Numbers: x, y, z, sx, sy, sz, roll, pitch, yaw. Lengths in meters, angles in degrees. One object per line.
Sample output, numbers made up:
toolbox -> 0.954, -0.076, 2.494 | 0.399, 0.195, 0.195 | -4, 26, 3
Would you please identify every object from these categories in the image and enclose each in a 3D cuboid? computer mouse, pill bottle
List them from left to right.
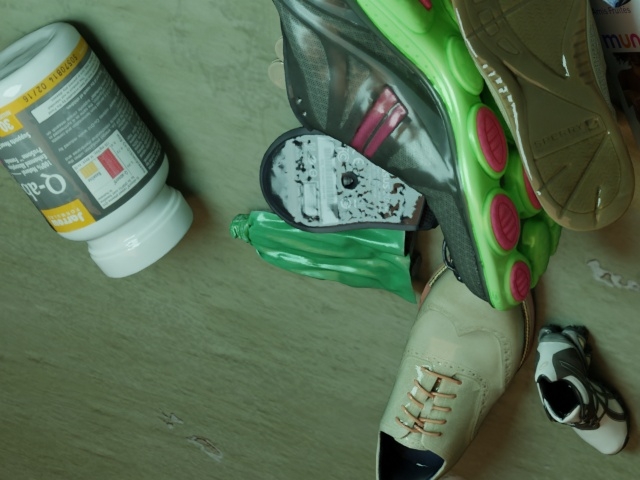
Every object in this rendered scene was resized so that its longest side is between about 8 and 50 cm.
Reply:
pill bottle -> -0.277, -0.101, 1.770 | 0.162, 0.162, 0.278 | -13, 121, 39
computer mouse -> 0.067, -0.061, 1.650 | 0.272, 0.072, 0.189 | 7, 106, 21

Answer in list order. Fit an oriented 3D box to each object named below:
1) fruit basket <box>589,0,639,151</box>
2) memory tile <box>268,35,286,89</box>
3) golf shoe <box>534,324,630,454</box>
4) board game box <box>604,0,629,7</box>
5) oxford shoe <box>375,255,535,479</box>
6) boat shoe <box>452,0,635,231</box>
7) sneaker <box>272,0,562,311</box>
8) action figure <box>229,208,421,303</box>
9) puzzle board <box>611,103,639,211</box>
fruit basket -> 0.379, -0.069, 1.347 | 0.327, 0.165, 0.353 | 12, 136, 60
memory tile -> 0.005, -0.198, 1.613 | 0.113, 0.012, 0.148 | 28, 139, 5
golf shoe -> 0.292, 0.191, 1.752 | 0.077, 0.094, 0.198 | -11, 125, 37
board game box -> 0.219, -0.291, 1.290 | 0.194, 0.194, 0.060 | 39, 140, 14
oxford shoe -> 0.150, 0.173, 1.779 | 0.140, 0.146, 0.397 | 23, 138, 12
boat shoe -> 0.198, -0.175, 1.404 | 0.121, 0.110, 0.341 | -15, 94, 9
sneaker -> 0.087, -0.150, 1.499 | 0.202, 0.185, 0.483 | -16, 107, 47
action figure -> 0.000, 0.000, 1.769 | 0.232, 0.063, 0.137 | 10, 136, 18
puzzle board -> 0.309, -0.085, 1.537 | 0.128, 0.011, 0.096 | 32, 138, 0
